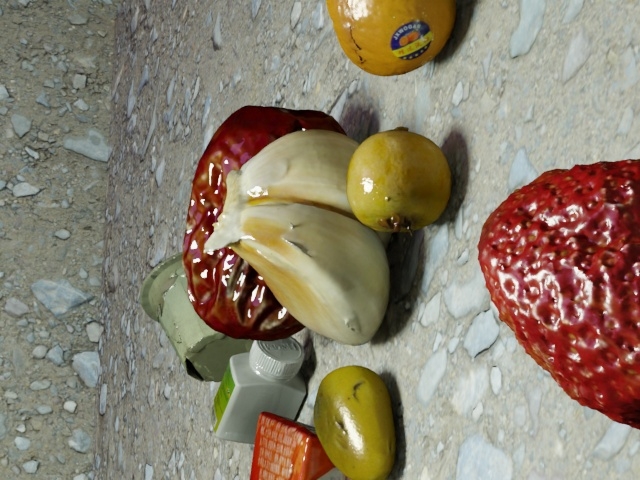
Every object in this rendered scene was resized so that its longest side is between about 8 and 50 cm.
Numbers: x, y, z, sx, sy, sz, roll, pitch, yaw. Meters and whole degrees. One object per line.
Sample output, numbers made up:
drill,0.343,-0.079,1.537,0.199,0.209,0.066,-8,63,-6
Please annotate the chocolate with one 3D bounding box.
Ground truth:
chocolate,-0.036,0.400,2.213,0.237,0.108,0.234,-177,96,-68

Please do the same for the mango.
mango,0.053,0.267,2.048,0.137,0.098,0.195,-65,30,27

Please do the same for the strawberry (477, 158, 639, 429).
strawberry,0.277,0.031,1.295,0.277,0.257,0.257,31,118,23

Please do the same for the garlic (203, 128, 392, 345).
garlic,0.000,0.000,2.088,0.249,0.313,0.286,-41,30,28

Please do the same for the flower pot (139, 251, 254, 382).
flower pot,-0.224,0.154,2.711,0.212,0.212,0.202,-65,33,36

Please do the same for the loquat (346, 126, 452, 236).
loquat,0.108,-0.079,1.971,0.137,0.163,0.163,-22,59,45

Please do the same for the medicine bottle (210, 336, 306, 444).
medicine bottle,-0.098,0.251,2.406,0.088,0.132,0.188,-108,34,-53

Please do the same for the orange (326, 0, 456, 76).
orange,0.099,-0.348,2.053,0.219,0.193,0.219,56,176,7

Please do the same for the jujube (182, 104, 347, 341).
jujube,-0.078,-0.028,2.287,0.276,0.276,0.377,-140,59,-67
